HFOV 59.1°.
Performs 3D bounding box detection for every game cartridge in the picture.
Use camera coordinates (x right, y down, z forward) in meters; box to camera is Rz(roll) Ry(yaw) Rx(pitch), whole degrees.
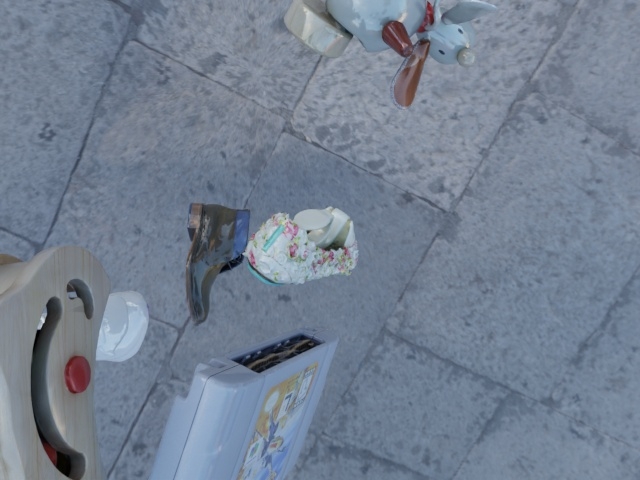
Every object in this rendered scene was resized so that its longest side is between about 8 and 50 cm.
[{"bbox_3d":[-0.070,0.201,0.591,0.062,0.297,0.198,17,95,19],"label":"game cartridge"}]

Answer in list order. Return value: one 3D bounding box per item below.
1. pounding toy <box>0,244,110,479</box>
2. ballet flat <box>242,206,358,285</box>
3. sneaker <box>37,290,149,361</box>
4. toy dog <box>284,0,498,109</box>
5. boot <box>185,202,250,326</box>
[{"bbox_3d":[-0.259,0.089,0.431,0.155,0.154,0.269,-6,97,7],"label":"pounding toy"},{"bbox_3d":[0.000,0.000,0.653,0.091,0.241,0.077,35,107,14],"label":"ballet flat"},{"bbox_3d":[-0.422,0.167,0.958,0.305,0.152,0.114,-22,76,25],"label":"sneaker"},{"bbox_3d":[0.125,-0.265,0.703,0.334,0.161,0.220,-17,154,-32],"label":"toy dog"},{"bbox_3d":[-0.172,0.035,0.960,0.106,0.082,0.219,-1,71,-6],"label":"boot"}]
